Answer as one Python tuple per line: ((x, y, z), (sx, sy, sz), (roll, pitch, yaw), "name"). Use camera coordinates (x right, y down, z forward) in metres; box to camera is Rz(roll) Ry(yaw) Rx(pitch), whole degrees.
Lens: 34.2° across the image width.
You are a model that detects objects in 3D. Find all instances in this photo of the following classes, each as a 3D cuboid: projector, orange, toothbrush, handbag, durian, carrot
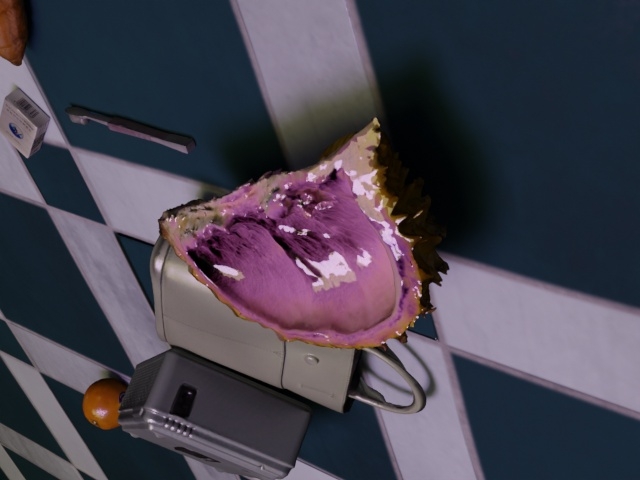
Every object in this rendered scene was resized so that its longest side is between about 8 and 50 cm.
((-0.136, 0.219, 1.265), (0.192, 0.099, 0.256), (24, 163, -13), "projector")
((-0.338, 0.260, 1.655), (0.083, 0.083, 0.084), (29, 147, 22), "orange")
((-0.205, -0.118, 1.097), (0.194, 0.014, 0.017), (17, 140, 37), "toothbrush")
((-0.024, 0.087, 1.109), (0.315, 0.109, 0.241), (21, 146, 10), "handbag")
((-0.001, 0.001, 0.905), (0.191, 0.112, 0.341), (50, 143, -16), "durian")
((-0.330, -0.246, 1.035), (0.072, 0.072, 0.205), (30, 150, 21), "carrot")

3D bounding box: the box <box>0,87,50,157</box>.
((-0.353, -0.138, 1.235), (0.054, 0.024, 0.083), (42, 148, -3), "box")
